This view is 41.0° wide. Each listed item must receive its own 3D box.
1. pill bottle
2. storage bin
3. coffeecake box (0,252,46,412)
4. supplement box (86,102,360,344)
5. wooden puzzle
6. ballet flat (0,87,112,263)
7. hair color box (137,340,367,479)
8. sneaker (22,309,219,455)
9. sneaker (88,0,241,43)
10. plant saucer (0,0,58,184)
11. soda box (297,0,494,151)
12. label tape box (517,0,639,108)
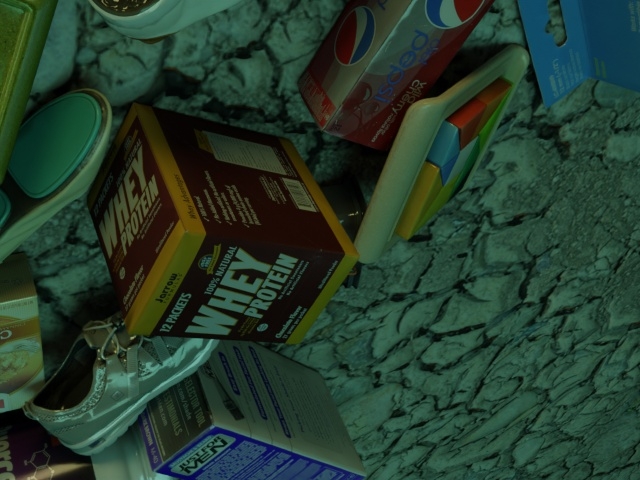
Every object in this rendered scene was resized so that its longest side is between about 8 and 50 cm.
[{"bbox_3d":[-0.353,0.312,1.058,0.322,0.182,0.182,-14,139,-19],"label":"pill bottle"},{"bbox_3d":[0.000,0.000,1.016,0.091,0.098,0.135,-6,137,-12],"label":"storage bin"},{"bbox_3d":[-0.376,0.111,0.915,0.142,0.068,0.186,-11,138,-23],"label":"coffeecake box"},{"bbox_3d":[-0.102,-0.013,0.852,0.194,0.191,0.129,9,127,-37],"label":"supplement box"},{"bbox_3d":[0.143,-0.094,0.963,0.238,0.044,0.221,-33,153,-45],"label":"wooden puzzle"},{"bbox_3d":[-0.274,-0.048,0.811,0.248,0.086,0.086,-39,141,13],"label":"ballet flat"},{"bbox_3d":[-0.094,0.231,1.127,0.110,0.185,0.339,-38,140,13],"label":"hair color box"},{"bbox_3d":[-0.210,0.120,0.958,0.281,0.105,0.115,-50,142,-4],"label":"sneaker"},{"bbox_3d":[-0.064,-0.272,0.695,0.290,0.106,0.123,-39,175,-1],"label":"sneaker"},{"bbox_3d":[-0.301,-0.140,0.647,0.188,0.045,0.189,13,100,-40],"label":"plant saucer"},{"bbox_3d":[0.087,-0.218,0.833,0.092,0.083,0.263,12,126,-39],"label":"soda box"},{"bbox_3d":[0.398,-0.285,0.931,0.347,0.115,0.249,-33,141,2],"label":"label tape box"}]
